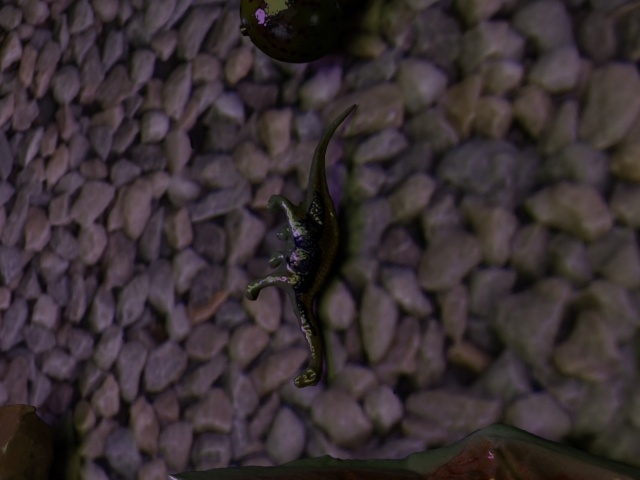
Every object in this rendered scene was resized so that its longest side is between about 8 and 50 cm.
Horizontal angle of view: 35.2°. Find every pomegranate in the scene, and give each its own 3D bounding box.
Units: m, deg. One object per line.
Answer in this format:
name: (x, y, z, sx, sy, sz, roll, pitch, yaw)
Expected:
pomegranate: (-0.009, -0.149, 0.645, 0.085, 0.073, 0.073, -2, 77, 24)

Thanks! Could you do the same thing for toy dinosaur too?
toy dinosaur: (-0.014, 0.000, 0.632, 0.058, 0.037, 0.180, 5, 89, 16)

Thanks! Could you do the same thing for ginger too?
ginger: (-0.251, 0.208, 0.751, 0.095, 0.069, 0.190, 41, 105, 33)

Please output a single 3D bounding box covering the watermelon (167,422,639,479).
watermelon: (0.065, 0.173, 0.431, 0.256, 0.176, 0.260, -45, 31, -17)
